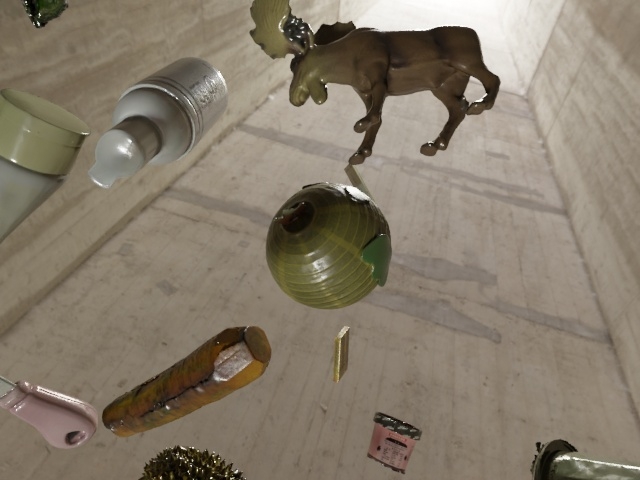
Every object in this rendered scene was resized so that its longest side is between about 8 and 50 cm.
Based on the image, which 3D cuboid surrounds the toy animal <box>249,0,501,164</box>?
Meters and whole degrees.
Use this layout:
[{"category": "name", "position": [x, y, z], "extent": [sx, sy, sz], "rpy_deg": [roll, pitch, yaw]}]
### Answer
[{"category": "toy animal", "position": [0.041, -0.163, 0.393], "extent": [0.214, 0.094, 0.186], "rpy_deg": [-5, -110, 1]}]

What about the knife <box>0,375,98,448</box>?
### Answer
[{"category": "knife", "position": [-0.447, 0.193, 0.560], "extent": [0.081, 0.336, 0.043], "rpy_deg": [-40, -146, -2]}]

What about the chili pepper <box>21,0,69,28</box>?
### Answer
[{"category": "chili pepper", "position": [-0.511, -0.535, 0.795], "extent": [0.116, 0.148, 0.264], "rpy_deg": [-25, -171, -34]}]

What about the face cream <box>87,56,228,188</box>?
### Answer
[{"category": "face cream", "position": [-0.281, -0.214, 0.754], "extent": [0.145, 0.145, 0.370], "rpy_deg": [7, -145, 0]}]

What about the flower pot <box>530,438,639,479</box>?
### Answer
[{"category": "flower pot", "position": [0.576, 0.527, 0.780], "extent": [0.290, 0.259, 0.291], "rpy_deg": [17, -118, -35]}]

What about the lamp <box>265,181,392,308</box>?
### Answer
[{"category": "lamp", "position": [0.000, 0.000, 0.800], "extent": [0.250, 0.284, 0.250], "rpy_deg": [-14, -121, 25]}]

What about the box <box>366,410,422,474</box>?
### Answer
[{"category": "box", "position": [0.217, 0.612, 1.276], "extent": [0.151, 0.151, 0.135], "rpy_deg": [18, -106, 13]}]

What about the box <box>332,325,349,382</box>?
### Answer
[{"category": "box", "position": [0.067, 0.361, 1.342], "extent": [0.022, 0.156, 0.089], "rpy_deg": [8, -165, 24]}]

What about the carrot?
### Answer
[{"category": "carrot", "position": [-0.169, 0.176, 0.514], "extent": [0.260, 0.070, 0.070], "rpy_deg": [-31, -146, 24]}]

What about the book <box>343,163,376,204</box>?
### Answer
[{"category": "book", "position": [0.161, -0.224, 1.743], "extent": [0.016, 0.138, 0.199], "rpy_deg": [-29, -89, -9]}]

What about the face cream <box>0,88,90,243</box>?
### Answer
[{"category": "face cream", "position": [-0.292, -0.020, 0.382], "extent": [0.070, 0.224, 0.114], "rpy_deg": [25, -166, -35]}]

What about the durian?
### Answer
[{"category": "durian", "position": [-0.295, 0.621, 0.987], "extent": [0.292, 0.258, 0.258], "rpy_deg": [16, -139, 19]}]
